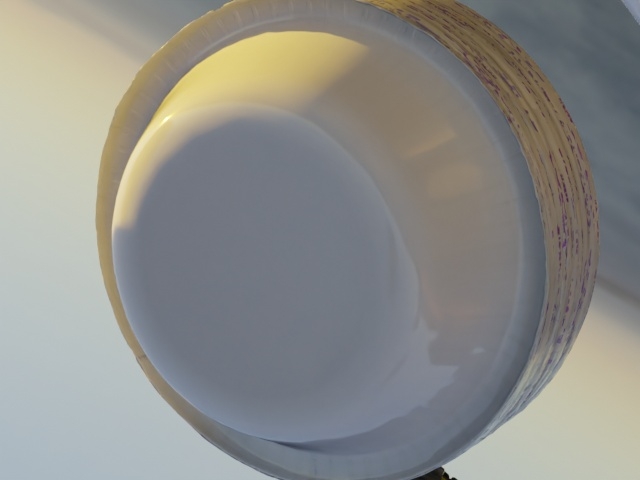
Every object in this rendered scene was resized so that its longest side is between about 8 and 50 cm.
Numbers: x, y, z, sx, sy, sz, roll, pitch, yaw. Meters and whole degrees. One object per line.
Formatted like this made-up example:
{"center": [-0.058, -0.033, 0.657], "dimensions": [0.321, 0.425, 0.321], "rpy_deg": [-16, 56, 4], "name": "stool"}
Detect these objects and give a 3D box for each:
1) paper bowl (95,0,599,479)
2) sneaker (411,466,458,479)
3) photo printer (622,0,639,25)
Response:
{"center": [0.000, 0.000, 0.995], "dimensions": [0.284, 0.284, 0.148], "rpy_deg": [31, -157, 20], "name": "paper bowl"}
{"center": [0.058, 0.250, 1.292], "dimensions": [0.134, 0.146, 0.343], "rpy_deg": [30, 168, 34], "name": "sneaker"}
{"center": [0.222, -0.209, 0.693], "dimensions": [0.256, 0.307, 0.107], "rpy_deg": [55, 171, -29], "name": "photo printer"}
